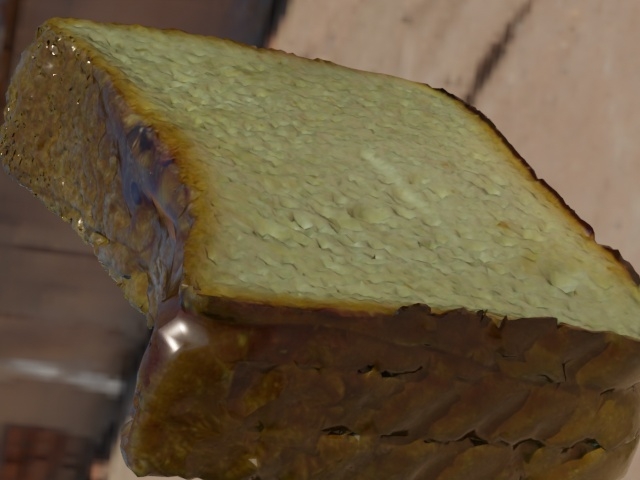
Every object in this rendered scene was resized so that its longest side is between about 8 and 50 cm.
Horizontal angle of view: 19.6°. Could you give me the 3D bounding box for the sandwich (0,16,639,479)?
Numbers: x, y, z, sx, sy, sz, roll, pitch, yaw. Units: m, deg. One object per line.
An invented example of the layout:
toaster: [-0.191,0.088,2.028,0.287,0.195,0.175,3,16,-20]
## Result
sandwich: [0.000,0.000,0.614,0.215,0.186,0.065,51,128,53]
